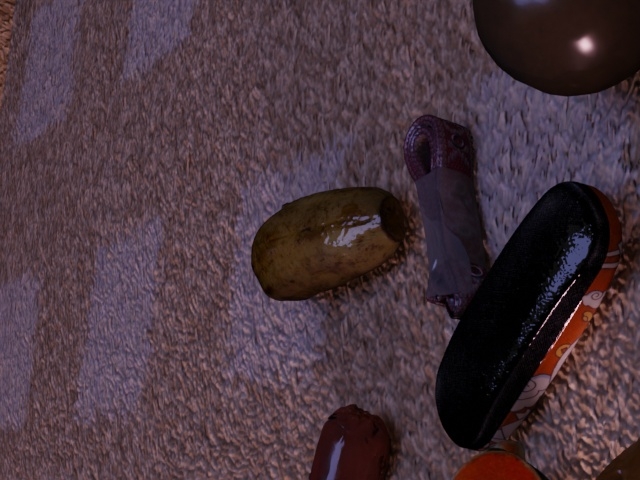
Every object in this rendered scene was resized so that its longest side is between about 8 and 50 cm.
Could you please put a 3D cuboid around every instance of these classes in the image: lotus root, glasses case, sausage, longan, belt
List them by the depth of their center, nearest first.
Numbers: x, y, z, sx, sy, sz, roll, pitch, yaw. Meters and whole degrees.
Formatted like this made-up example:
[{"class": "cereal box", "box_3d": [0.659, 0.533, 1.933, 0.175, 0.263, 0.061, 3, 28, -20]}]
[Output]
[{"class": "longan", "box_3d": [0.210, -0.209, 1.447, 0.189, 0.189, 0.189, -34, 50, 54]}, {"class": "glasses case", "box_3d": [0.176, 0.068, 1.496, 0.267, 0.067, 0.103, -62, 29, 30]}, {"class": "belt", "box_3d": [0.123, -0.017, 1.652, 0.071, 0.053, 0.232, -41, 44, 39]}, {"class": "sausage", "box_3d": [0.025, 0.235, 1.720, 0.076, 0.076, 0.141, 23, 99, 63]}, {"class": "lotus root", "box_3d": [0.000, 0.000, 1.841, 0.258, 0.097, 0.110, -24, 55, 54]}]

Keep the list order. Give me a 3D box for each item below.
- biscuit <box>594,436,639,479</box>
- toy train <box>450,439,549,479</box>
[{"class": "biscuit", "box_3d": [0.270, 0.171, 1.217, 0.220, 0.029, 0.142, -29, 29, 21]}, {"class": "toy train", "box_3d": [0.142, 0.242, 1.331, 0.285, 0.116, 0.177, 41, -129, -75]}]
